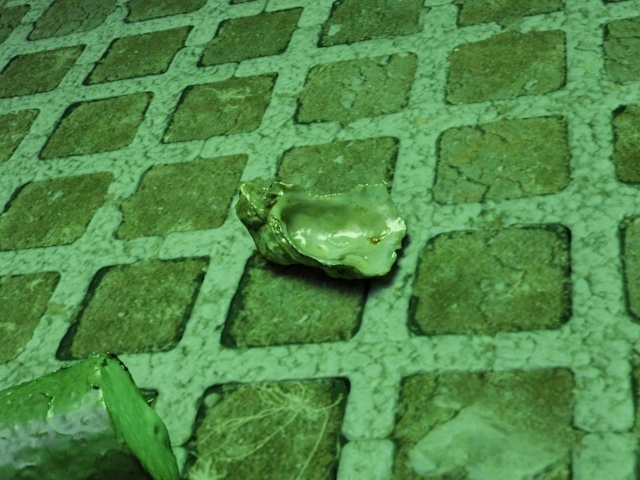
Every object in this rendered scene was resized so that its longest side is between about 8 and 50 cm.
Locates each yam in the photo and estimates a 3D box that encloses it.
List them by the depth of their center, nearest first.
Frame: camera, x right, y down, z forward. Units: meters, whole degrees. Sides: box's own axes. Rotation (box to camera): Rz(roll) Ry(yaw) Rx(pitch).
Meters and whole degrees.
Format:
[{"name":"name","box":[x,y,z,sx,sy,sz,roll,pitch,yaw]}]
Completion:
[{"name":"yam","box":[-0.320,0.250,1.073,0.300,0.195,0.195,-21,38,-4]}]

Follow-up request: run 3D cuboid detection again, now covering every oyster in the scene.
[{"name":"oyster","box":[-0.003,-0.011,1.341,0.232,0.107,0.161,16,42,13]}]
